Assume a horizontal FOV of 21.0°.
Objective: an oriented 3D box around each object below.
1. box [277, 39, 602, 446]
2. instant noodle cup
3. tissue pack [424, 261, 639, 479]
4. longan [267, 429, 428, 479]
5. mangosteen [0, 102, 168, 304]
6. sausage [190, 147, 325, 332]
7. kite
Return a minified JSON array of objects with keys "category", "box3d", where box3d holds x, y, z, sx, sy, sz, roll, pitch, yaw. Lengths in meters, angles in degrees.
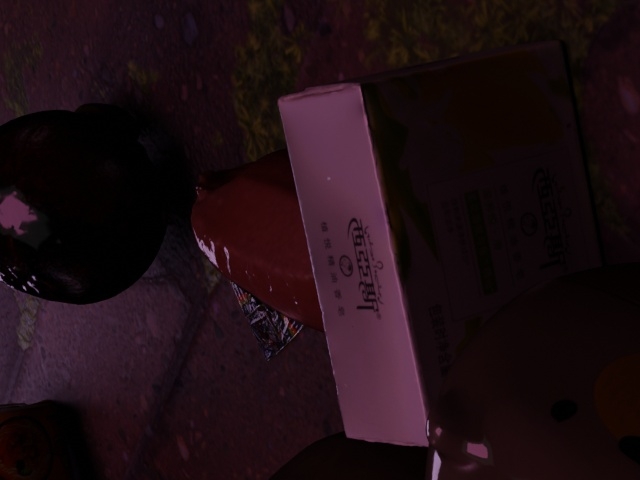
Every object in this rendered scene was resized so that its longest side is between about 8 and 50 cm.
[{"category":"box","box3d":[0.096,-0.002,1.253,0.111,0.194,0.260,-6,99,55]},{"category":"instant noodle cup","box3d":[-0.382,0.281,2.029,0.216,0.216,0.172,-12,84,55]},{"category":"tissue pack","box3d":[0.241,0.191,1.064,0.387,0.277,0.267,37,133,42]},{"category":"longan","box3d":[0.053,0.275,1.378,0.258,0.258,0.258,25,123,47]},{"category":"mangosteen","box3d":[-0.248,-0.044,1.725,0.216,0.216,0.216,25,123,47]},{"category":"sausage","box3d":[0.000,0.000,1.438,0.254,0.148,0.148,32,128,51]},{"category":"kite","box3d":[-0.053,0.075,1.654,0.122,0.004,0.090,33,129,43]}]
